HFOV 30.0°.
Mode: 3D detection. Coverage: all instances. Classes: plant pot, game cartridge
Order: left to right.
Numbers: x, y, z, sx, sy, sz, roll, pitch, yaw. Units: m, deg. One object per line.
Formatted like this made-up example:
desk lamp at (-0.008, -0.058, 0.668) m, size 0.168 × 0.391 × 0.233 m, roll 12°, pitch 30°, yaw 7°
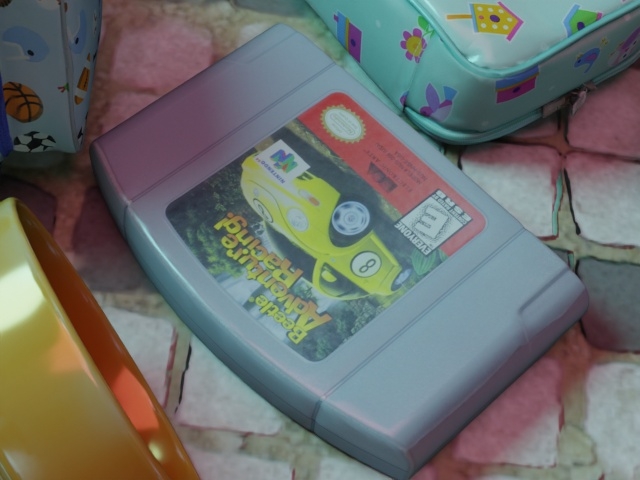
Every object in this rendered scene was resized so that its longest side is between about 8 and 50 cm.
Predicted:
plant pot at (-0.178, 0.113, 0.589) m, size 0.188 × 0.205 × 0.205 m, roll -31°, pitch 66°, yaw -6°
game cartridge at (0.000, 0.000, 0.756) m, size 0.196 × 0.060 × 0.294 m, roll -39°, pitch 70°, yaw -22°

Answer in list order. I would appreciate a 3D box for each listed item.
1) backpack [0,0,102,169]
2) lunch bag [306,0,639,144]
backpack at (-0.237, -0.180, 0.724) m, size 0.213 × 0.276 × 0.263 m, roll -3°, pitch 52°, yaw -15°
lunch bag at (0.109, -0.207, 0.866) m, size 0.224 × 0.108 × 0.279 m, roll -28°, pitch 66°, yaw -26°
